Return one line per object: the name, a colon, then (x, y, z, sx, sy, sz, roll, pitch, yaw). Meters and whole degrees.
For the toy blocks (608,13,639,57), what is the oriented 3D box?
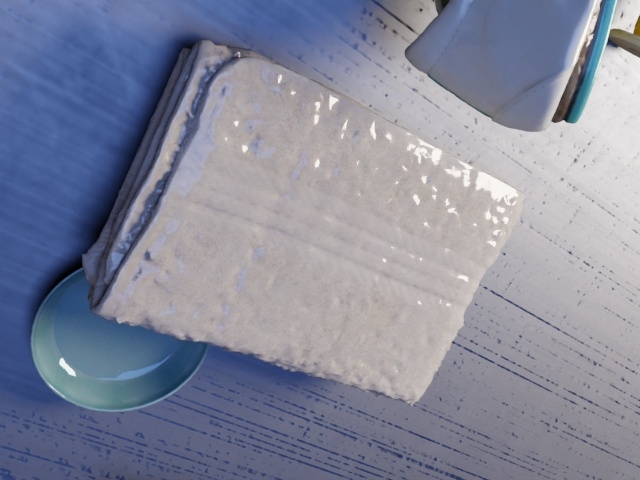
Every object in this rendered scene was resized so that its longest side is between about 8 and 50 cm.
toy blocks: (0.233, -0.208, 0.543, 0.123, 0.054, 0.148, 22, 105, -29)

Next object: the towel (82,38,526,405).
towel: (0.000, 0.000, 0.544, 0.282, 0.049, 0.187, 23, 99, -32)

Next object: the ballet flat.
ballet flat: (0.140, -0.262, 0.439, 0.139, 0.139, 0.400, 8, 107, -25)

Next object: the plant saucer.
plant saucer: (-0.133, 0.060, 0.546, 0.119, 0.021, 0.119, -9, 117, -18)
